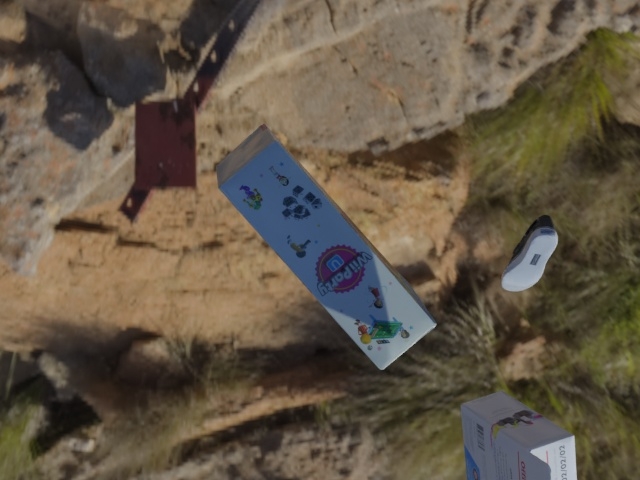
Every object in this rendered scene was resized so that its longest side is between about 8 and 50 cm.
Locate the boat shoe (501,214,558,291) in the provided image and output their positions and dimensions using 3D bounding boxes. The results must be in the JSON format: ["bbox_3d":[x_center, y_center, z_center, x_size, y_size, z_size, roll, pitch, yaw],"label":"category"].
[{"bbox_3d":[0.291,0.019,1.527,0.049,0.040,0.142,14,141,-9],"label":"boat shoe"}]

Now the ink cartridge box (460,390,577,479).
[{"bbox_3d":[0.229,0.250,1.220,0.061,0.181,0.104,-14,108,-20],"label":"ink cartridge box"}]

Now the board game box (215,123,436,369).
[{"bbox_3d":[0.000,0.000,1.417,0.097,0.224,0.303,-40,103,3],"label":"board game box"}]
